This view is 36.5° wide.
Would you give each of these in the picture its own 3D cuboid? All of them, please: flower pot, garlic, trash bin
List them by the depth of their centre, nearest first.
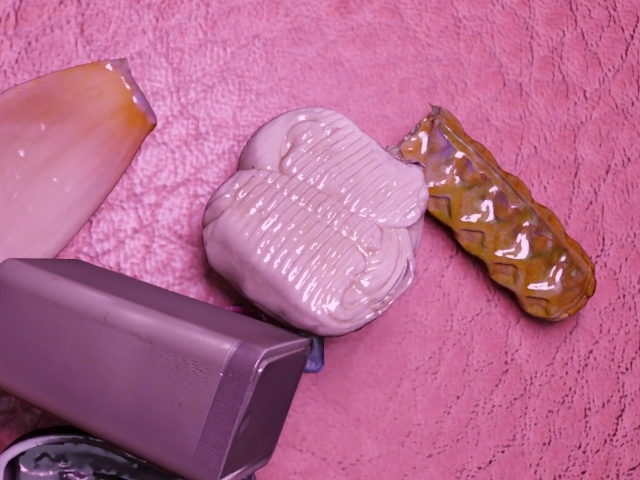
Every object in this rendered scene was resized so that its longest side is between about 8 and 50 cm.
[{"bbox_3d":[-0.151,0.103,0.822,0.240,0.164,0.122,20,93,12],"label":"trash bin"},{"bbox_3d":[-0.178,0.230,0.877,0.229,0.108,0.103,13,81,-12],"label":"flower pot"},{"bbox_3d":[-0.276,-0.053,0.877,0.143,0.112,0.318,49,68,-20],"label":"garlic"}]

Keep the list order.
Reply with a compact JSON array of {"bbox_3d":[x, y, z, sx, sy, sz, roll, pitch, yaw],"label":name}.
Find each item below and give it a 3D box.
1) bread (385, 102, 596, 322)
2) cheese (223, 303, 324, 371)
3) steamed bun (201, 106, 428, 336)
[{"bbox_3d":[0.182,-0.023,1.009,0.269,0.098,0.087,45,114,-7],"label":"bread"},{"bbox_3d":[-0.064,0.110,0.955,0.145,0.038,0.095,0,86,-21],"label":"cheese"},{"bbox_3d":[0.001,-0.002,0.934,0.218,0.144,0.211,33,64,20],"label":"steamed bun"}]
